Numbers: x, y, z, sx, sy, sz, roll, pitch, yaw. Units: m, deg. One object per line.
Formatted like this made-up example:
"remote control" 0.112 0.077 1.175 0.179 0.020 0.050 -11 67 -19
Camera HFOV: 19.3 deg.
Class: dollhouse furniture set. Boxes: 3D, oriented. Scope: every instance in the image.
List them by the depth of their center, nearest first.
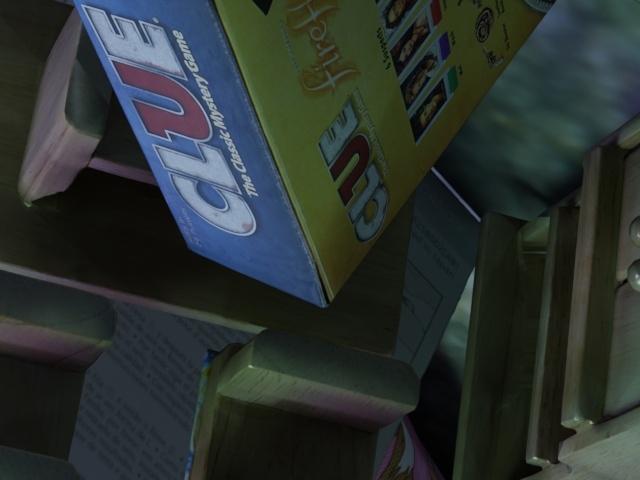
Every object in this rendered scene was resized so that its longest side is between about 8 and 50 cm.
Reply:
"dollhouse furniture set" 0.000 0.000 0.528 0.242 0.212 0.161 14 158 -15

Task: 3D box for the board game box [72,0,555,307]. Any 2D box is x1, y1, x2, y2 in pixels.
"board game box" 0.003 -0.123 0.355 0.042 0.165 0.243 22 151 30

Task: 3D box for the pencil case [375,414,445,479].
"pencil case" -0.033 0.108 0.816 0.386 0.160 0.167 58 177 -39

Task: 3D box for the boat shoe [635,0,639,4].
"boat shoe" 0.130 -0.060 0.446 0.133 0.042 0.049 18 170 36

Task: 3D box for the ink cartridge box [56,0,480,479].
"ink cartridge box" -0.055 0.020 0.590 0.066 0.232 0.189 -28 114 38
